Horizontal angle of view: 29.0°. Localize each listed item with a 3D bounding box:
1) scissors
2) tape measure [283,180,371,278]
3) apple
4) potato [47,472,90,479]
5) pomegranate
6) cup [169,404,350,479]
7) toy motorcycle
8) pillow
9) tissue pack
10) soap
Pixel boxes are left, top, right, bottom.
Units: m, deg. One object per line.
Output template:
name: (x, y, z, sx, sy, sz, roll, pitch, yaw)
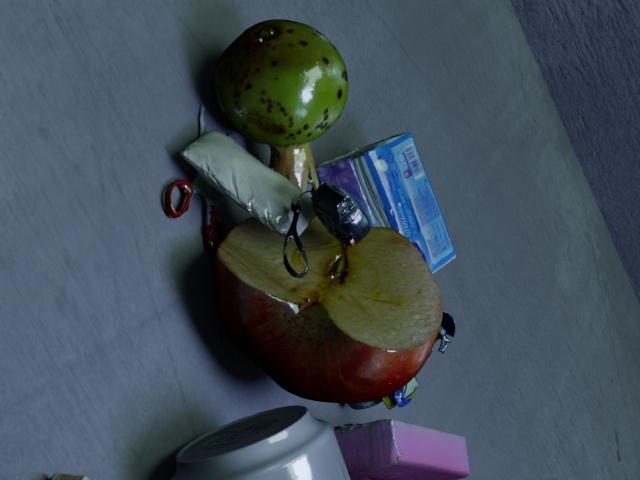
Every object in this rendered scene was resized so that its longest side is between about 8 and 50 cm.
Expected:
scissors: (-0.183, -0.105, 1.969, 0.144, 0.017, 0.247, 47, 37, -38)
tape measure: (-0.003, 0.000, 1.881, 0.180, 0.104, 0.107, -52, 133, -22)
apple: (0.013, 0.080, 1.911, 0.328, 0.295, 0.365, 56, 25, -17)
potato: (-0.304, 0.348, 1.482, 0.086, 0.061, 0.122, 55, 35, -32)
pomegranate: (-0.077, -0.228, 2.064, 0.231, 0.231, 0.286, -55, 164, -54)
cup: (-0.053, 0.409, 1.729, 0.323, 0.237, 0.326, -104, 174, -86)
toy motorcycle: (0.147, 0.198, 2.203, 0.113, 0.169, 0.315, 61, 31, -21)
pillow: (-0.108, -0.092, 1.936, 0.229, 0.051, 0.128, 38, 30, 5)
tissue pack: (0.124, -0.051, 2.319, 0.198, 0.146, 0.263, -30, 102, -58)
soap: (0.111, 0.361, 2.047, 0.259, 0.181, 0.081, 25, 54, -54)
